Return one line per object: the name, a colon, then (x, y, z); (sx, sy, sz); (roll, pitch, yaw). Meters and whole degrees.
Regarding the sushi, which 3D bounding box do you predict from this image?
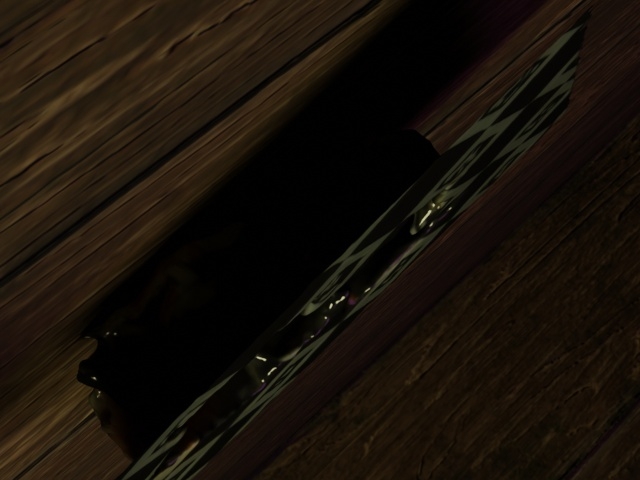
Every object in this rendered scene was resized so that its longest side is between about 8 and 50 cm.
sushi: (0.000, 0.000, 0.737); (0.292, 0.059, 0.294); (-44, 172, 0)
